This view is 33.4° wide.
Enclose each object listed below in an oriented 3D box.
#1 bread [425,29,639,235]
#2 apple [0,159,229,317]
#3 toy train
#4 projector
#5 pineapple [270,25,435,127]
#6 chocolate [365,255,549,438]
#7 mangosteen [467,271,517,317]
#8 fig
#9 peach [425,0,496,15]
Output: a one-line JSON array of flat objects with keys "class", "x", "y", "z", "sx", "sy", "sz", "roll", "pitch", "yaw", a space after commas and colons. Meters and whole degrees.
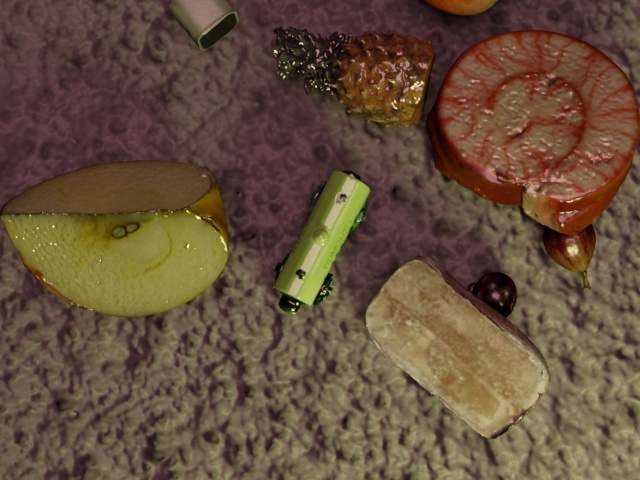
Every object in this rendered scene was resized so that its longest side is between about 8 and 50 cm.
[{"class": "bread", "x": 0.344, "y": -0.187, "z": 1.710, "sx": 0.328, "sy": 0.114, "sz": 0.295, "roll": 25, "pitch": 74, "yaw": 14}, {"class": "apple", "x": -0.316, "y": -0.015, "z": 1.699, "sx": 0.346, "sy": 0.179, "sz": 0.254, "roll": -3, "pitch": 72, "yaw": 2}, {"class": "toy train", "x": 0.000, "y": 0.000, "z": 1.702, "sx": 0.105, "sy": 0.157, "sz": 0.253, "roll": 27, "pitch": 86, "yaw": 3}, {"class": "projector", "x": -0.194, "y": -0.378, "z": 1.780, "sx": 0.083, "sy": 0.083, "sz": 0.082, "roll": -39, "pitch": 85, "yaw": -3}, {"class": "pineapple", "x": 0.043, "y": -0.283, "z": 1.737, "sx": 0.279, "sy": 0.158, "sz": 0.158, "roll": 15, "pitch": 84, "yaw": 6}, {"class": "chocolate", "x": 0.222, "y": 0.159, "z": 1.698, "sx": 0.303, "sy": 0.100, "sz": 0.185, "roll": 40, "pitch": 126, "yaw": 3}, {"class": "mangosteen", "x": 0.279, "y": 0.090, "z": 1.730, "sx": 0.081, "sy": 0.081, "sz": 0.081, "roll": 0, "pitch": 84, "yaw": 1}, {"class": "fig", "x": 0.415, "y": 0.021, "z": 1.744, "sx": 0.089, "sy": 0.089, "sz": 0.125, "roll": -25, "pitch": 112, "yaw": -2}, {"class": "peach", "x": 0.229, "y": -0.490, "z": 1.714, "sx": 0.214, "sy": 0.214, "sz": 0.235, "roll": -33, "pitch": 116, "yaw": -3}]
